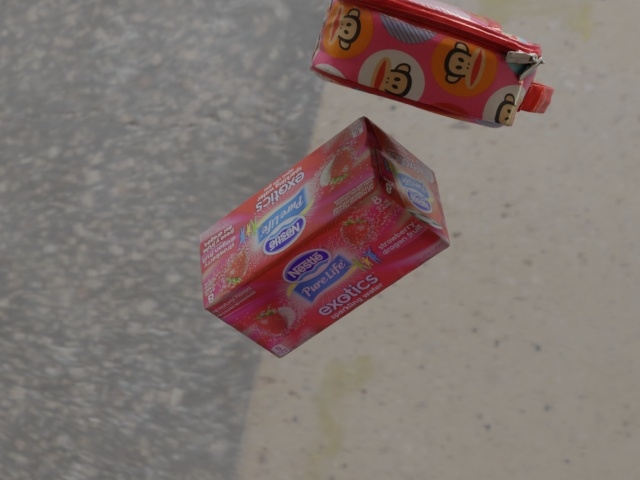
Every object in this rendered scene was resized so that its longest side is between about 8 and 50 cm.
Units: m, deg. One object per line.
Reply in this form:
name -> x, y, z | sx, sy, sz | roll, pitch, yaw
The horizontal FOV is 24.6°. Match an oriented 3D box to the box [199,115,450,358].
box -> 0.000, 0.000, 1.613 | 0.128, 0.257, 0.123 | 36, 31, -35

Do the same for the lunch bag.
lunch bag -> 0.125, -0.191, 1.558 | 0.258, 0.293, 0.120 | 18, 100, -2
